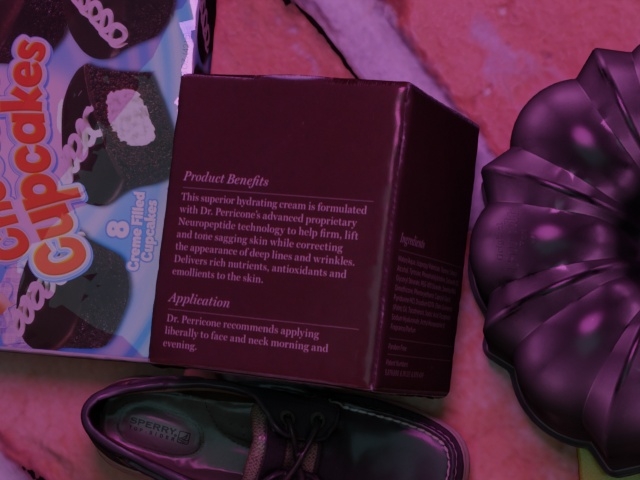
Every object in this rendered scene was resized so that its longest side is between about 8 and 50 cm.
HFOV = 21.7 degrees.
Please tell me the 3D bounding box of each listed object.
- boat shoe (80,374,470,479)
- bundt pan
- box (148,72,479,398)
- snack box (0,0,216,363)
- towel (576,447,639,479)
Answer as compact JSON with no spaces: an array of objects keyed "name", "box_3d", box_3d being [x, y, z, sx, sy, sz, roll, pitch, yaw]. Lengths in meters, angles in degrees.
[{"name":"boat shoe","box_3d":[-0.037,0.151,1.200,0.285,0.092,0.102,10,87,10]},{"name":"bundt pan","box_3d":[0.250,0.004,1.124,0.331,0.124,0.330,-3,80,16]},{"name":"box","box_3d":[0.000,0.000,1.154,0.169,0.167,0.203,6,86,23]},{"name":"snack box","box_3d":[-0.184,-0.073,1.259,0.187,0.060,0.321,4,86,10]},{"name":"towel","box_3d":[0.237,0.178,1.192,0.102,0.021,0.237,-5,84,3]}]
